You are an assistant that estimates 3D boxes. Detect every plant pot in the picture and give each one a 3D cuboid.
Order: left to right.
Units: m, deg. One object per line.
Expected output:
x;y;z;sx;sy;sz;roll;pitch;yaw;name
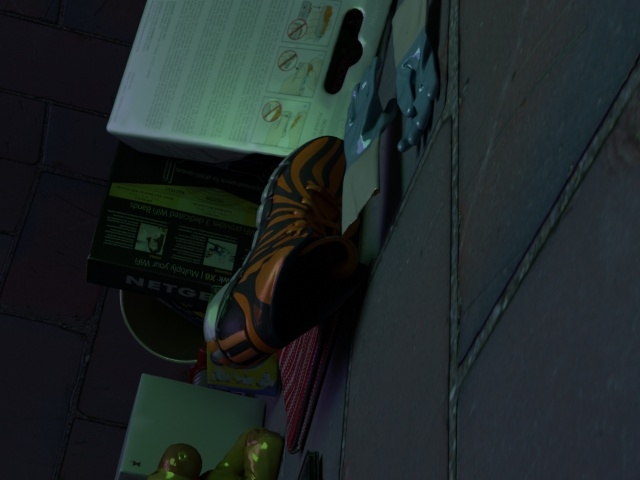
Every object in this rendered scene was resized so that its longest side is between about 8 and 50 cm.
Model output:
-0.225;0.109;2.423;0.274;0.256;0.256;36;-113;-81;plant pot

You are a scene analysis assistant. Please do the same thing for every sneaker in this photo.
0.000;0.000;1.405;0.180;0.124;0.321;-25;37;54;sneaker

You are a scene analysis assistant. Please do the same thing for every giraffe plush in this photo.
-0.156;0.336;1.661;0.181;0.170;0.210;112;168;-47;giraffe plush

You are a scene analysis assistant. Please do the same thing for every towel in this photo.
-0.020;0.122;1.581;0.275;0.031;0.199;-101;25;-72;towel

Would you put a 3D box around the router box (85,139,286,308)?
-0.160;-0.027;1.806;0.081;0.309;0.243;112;170;-59;router box

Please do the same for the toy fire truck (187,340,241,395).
-0.169;0.244;2.113;0.217;0.158;0.246;-91;6;-63;toy fire truck

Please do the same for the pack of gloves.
0.084;-0.139;1.310;0.195;0.046;0.232;-54;24;42;pack of gloves

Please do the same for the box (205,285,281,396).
-0.106;0.140;1.755;0.043;0.105;0.179;-78;-7;-51;box

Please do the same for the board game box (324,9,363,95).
0.033;-0.334;1.923;0.317;0.046;0.213;-87;14;-55;board game box

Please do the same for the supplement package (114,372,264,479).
-0.216;0.379;1.917;0.199;0.198;0.262;-85;11;-51;supplement package

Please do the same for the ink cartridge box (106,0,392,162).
-0.079;-0.253;1.689;0.091;0.385;0.308;33;-109;-59;ink cartridge box

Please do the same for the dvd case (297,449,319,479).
-0.027;0.345;1.289;0.221;0.018;0.164;-91;16;-63;dvd case

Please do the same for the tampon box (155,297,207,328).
-0.158;0.055;1.923;0.161;0.120;0.101;-16;47;43;tampon box
